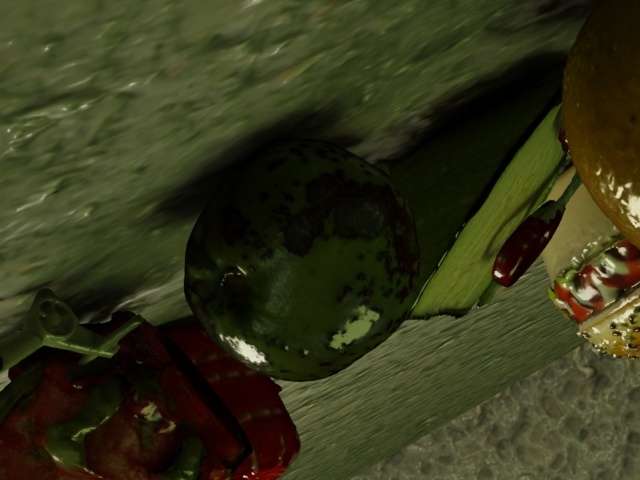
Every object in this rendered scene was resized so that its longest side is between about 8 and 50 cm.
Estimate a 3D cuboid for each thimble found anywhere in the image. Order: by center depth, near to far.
[{"bbox_3d":[-0.111,0.142,1.324,0.189,0.125,0.163,-18,162,-41],"label":"thimble"}]

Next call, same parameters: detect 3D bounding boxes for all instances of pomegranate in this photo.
[{"bbox_3d":[-0.011,-0.002,1.009,0.125,0.163,0.138,18,131,-18],"label":"pomegranate"}]

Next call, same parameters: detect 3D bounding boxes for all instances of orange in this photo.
[{"bbox_3d":[0.247,-0.078,0.983,0.236,0.236,0.236,-27,168,-6],"label":"orange"}]

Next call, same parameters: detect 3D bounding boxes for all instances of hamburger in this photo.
[{"bbox_3d":[0.318,-0.013,1.521,0.300,0.176,0.300,-28,168,-7],"label":"hamburger"}]

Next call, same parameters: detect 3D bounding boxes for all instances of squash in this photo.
[{"bbox_3d":[0.094,-0.046,1.162,0.184,0.085,0.192,-60,165,9],"label":"squash"}]

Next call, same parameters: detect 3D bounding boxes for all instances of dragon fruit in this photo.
[{"bbox_3d":[-0.143,0.139,1.113,0.172,0.166,0.160,-38,148,2],"label":"dragon fruit"}]

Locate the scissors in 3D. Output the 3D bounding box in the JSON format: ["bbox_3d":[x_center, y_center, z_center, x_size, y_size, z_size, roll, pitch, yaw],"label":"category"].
[{"bbox_3d":[0.186,-0.055,1.239,0.247,0.017,0.144,-29,147,-62],"label":"scissors"}]

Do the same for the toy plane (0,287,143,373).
[{"bbox_3d":[-0.213,0.088,0.938,0.286,0.108,0.092,-34,175,-47],"label":"toy plane"}]
